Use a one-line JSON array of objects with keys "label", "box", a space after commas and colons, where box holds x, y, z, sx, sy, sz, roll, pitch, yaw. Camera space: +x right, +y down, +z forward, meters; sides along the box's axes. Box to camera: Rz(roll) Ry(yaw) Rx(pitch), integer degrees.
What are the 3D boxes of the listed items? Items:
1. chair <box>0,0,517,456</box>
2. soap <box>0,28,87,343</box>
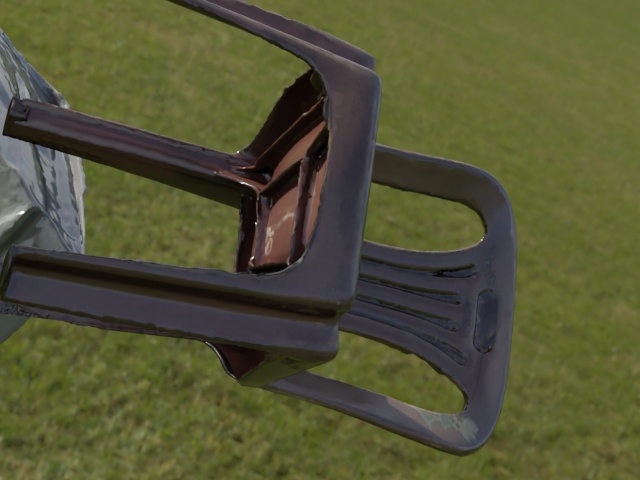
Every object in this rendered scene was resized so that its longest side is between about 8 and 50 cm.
[{"label": "chair", "box": [0.000, 0.000, 0.669, 0.326, 0.175, 0.183, 13, -17, -19]}, {"label": "soap", "box": [-0.286, -0.086, 0.800, 0.302, 0.159, 0.258, 50, 14, -35]}]
